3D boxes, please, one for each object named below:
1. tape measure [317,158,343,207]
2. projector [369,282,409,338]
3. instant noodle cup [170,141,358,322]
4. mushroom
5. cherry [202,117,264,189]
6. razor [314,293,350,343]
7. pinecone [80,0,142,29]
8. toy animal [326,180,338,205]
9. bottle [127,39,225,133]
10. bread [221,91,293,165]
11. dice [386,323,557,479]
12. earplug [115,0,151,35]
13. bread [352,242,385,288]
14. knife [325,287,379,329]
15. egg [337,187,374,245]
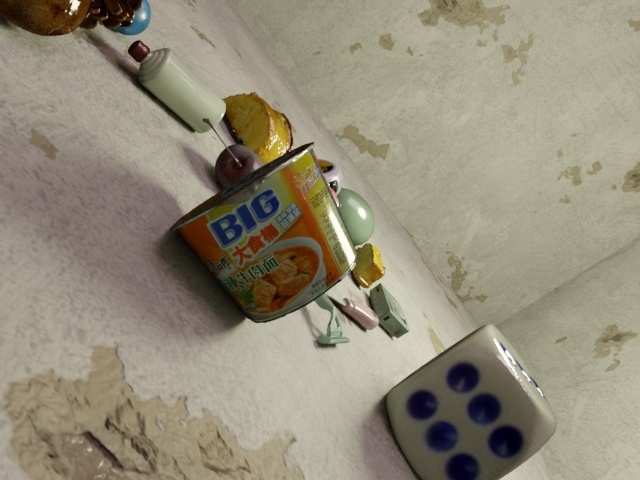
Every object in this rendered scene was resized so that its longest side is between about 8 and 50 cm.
[{"bbox_3d":[-0.020,-0.177,1.666,0.196,0.178,0.105,-98,-173,-61],"label":"tape measure"},{"bbox_3d":[0.211,0.221,1.703,0.115,0.061,0.147,45,17,-27],"label":"projector"},{"bbox_3d":[-0.080,-0.010,0.942,0.214,0.296,0.296,58,13,-12],"label":"instant noodle cup"},{"bbox_3d":[-0.485,-0.450,0.915,0.194,0.138,0.231,34,24,-52],"label":"mushroom"},{"bbox_3d":[-0.195,-0.180,1.263,0.188,0.115,0.148,52,33,16],"label":"cherry"},{"bbox_3d":[-0.021,0.111,1.242,0.278,0.056,0.111,60,17,21],"label":"razor"},{"bbox_3d":[-0.451,-0.518,1.105,0.179,0.150,0.195,36,-19,-27],"label":"pinecone"},{"bbox_3d":[-0.021,-0.066,1.442,0.198,0.171,0.171,64,1,-52],"label":"toy animal"},{"bbox_3d":[-0.333,-0.358,1.247,0.245,0.104,0.104,41,19,-41],"label":"bottle"},{"bbox_3d":[-0.175,-0.338,1.613,0.261,0.147,0.160,61,14,26],"label":"bread"},{"bbox_3d":[0.346,0.387,1.264,0.277,0.304,0.304,57,15,13],"label":"dice"},{"bbox_3d":[-0.501,-0.596,1.242,0.273,0.132,0.132,51,14,-24],"label":"earplug"},{"bbox_3d":[0.148,0.074,1.765,0.065,0.103,0.187,45,21,-23],"label":"bread"},{"bbox_3d":[0.045,0.143,1.418,0.336,0.043,0.081,39,15,-38],"label":"knife"},{"bbox_3d":[0.085,-0.073,1.767,0.231,0.168,0.168,42,19,-39],"label":"egg"}]
